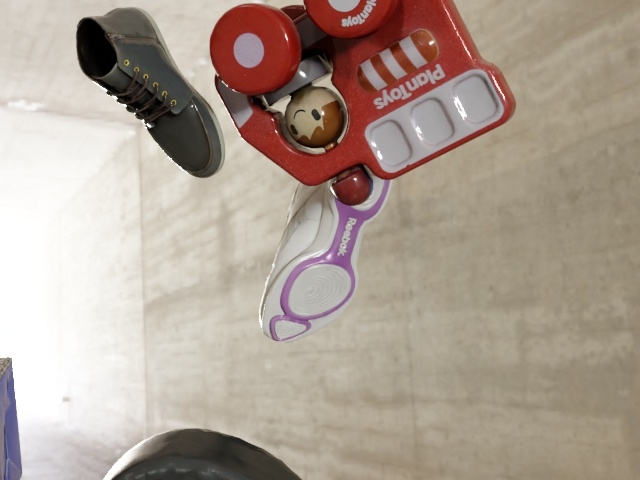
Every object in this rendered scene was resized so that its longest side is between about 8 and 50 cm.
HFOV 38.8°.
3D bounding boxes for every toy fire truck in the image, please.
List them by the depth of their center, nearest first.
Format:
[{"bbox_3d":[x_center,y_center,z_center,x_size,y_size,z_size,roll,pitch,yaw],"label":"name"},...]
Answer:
[{"bbox_3d":[0.035,-0.178,1.029,0.302,0.254,0.169,-27,2,24],"label":"toy fire truck"}]

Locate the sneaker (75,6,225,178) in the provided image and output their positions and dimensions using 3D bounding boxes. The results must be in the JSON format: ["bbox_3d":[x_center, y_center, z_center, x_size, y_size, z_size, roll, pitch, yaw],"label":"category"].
[{"bbox_3d":[-0.199,-0.158,1.040,0.083,0.222,0.118,-29,7,23],"label":"sneaker"}]

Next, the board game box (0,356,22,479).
[{"bbox_3d":[-0.669,0.330,1.522,0.291,0.232,0.141,-1,15,-4],"label":"board game box"}]

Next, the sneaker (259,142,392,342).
[{"bbox_3d":[0.000,0.000,1.284,0.114,0.305,0.152,26,2,-24],"label":"sneaker"}]

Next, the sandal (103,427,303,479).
[{"bbox_3d":[-0.135,0.295,0.530,0.168,0.445,0.107,35,13,-1],"label":"sandal"}]
